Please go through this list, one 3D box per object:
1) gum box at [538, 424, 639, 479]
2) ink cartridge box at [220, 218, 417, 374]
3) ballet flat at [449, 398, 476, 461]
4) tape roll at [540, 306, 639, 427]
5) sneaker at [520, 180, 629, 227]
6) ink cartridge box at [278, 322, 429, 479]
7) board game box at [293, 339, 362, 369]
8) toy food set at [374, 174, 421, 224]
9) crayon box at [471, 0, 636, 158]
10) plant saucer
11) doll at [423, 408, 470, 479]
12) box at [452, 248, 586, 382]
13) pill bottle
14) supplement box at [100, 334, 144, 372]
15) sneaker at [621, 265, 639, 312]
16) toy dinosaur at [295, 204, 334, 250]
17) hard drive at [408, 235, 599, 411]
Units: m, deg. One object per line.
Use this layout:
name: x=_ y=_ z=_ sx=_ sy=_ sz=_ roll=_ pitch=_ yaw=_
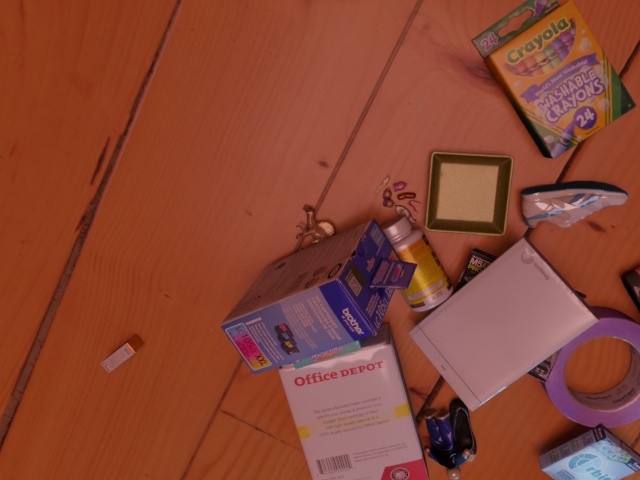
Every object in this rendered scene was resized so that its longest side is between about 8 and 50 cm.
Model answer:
gum box: x=0.658 y=0.540 z=1.413 sx=0.157 sy=0.041 sz=0.184 roll=38 pitch=119 yaw=-18
ink cartridge box: x=0.011 y=0.111 z=1.263 sx=0.395 sy=0.270 sz=0.151 roll=-26 pitch=106 yaw=32
ballet flat: x=0.360 y=0.488 z=1.477 sx=0.057 sy=0.049 sz=0.173 roll=-13 pitch=99 yaw=11
tape roll: x=0.665 y=0.302 z=1.387 sx=0.274 sy=0.090 sz=0.275 roll=1 pitch=100 yaw=6
sneaker: x=0.580 y=-0.082 z=1.331 sx=0.228 sy=0.087 sz=0.092 roll=-4 pitch=107 yaw=14
ink cartridge box: x=0.089 y=0.428 z=1.438 sx=0.278 sy=0.160 sz=0.385 roll=-14 pitch=100 yaw=8
board game box: x=0.020 y=0.224 z=1.382 sx=0.160 sy=0.210 sz=0.047 roll=-19 pitch=98 yaw=10
toy food set: x=0.194 y=-0.099 z=1.397 sx=0.122 sy=0.019 sz=0.078 roll=35 pitch=103 yaw=-1
crayon box: x=0.508 y=-0.370 z=1.279 sx=0.203 sy=0.083 sz=0.323 roll=-34 pitch=95 yaw=11
plant saucer: x=0.346 y=-0.111 z=1.365 sx=0.188 sy=0.045 sz=0.188 roll=4 pitch=101 yaw=6
doll: x=0.322 y=0.527 z=1.479 sx=0.129 sy=0.046 sz=0.189 roll=-8 pitch=102 yaw=39
box: x=0.442 y=0.170 z=1.356 sx=0.269 sy=0.060 sz=0.217 roll=24 pitch=103 yaw=23
pill bottle: x=0.217 y=0.052 z=1.374 sx=0.117 sy=0.117 sz=0.215 roll=-29 pitch=97 yaw=11
supplement box: x=-0.522 y=0.298 z=1.532 sx=0.098 sy=0.062 sz=0.036 roll=-37 pitch=96 yaw=12
sneaker: x=0.828 y=0.167 z=1.342 sx=0.144 sy=0.090 sz=0.270 roll=-28 pitch=94 yaw=13
toy dinosaur: x=0.000 y=0.000 z=1.422 sx=0.092 sy=0.053 sz=0.183 roll=-39 pitch=94 yaw=10
hard drive: x=0.403 y=0.193 z=1.317 sx=0.353 sy=0.047 sz=0.233 roll=-44 pitch=75 yaw=21
